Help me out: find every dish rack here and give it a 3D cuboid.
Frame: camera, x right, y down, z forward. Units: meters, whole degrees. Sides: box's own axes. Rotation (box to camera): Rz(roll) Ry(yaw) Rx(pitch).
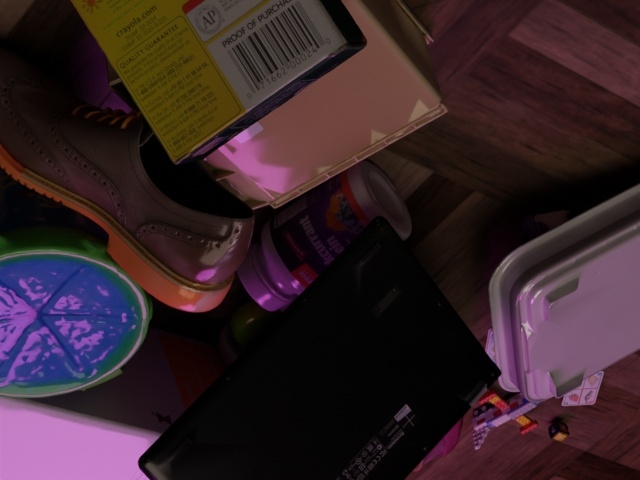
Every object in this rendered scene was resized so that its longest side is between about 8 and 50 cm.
[{"bbox_3d":[0.370,0.063,2.023,0.333,0.072,0.285,-27,141,-12],"label":"dish rack"}]

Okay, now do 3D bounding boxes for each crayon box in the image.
[{"bbox_3d":[-0.127,-0.257,1.503,0.202,0.318,0.081,-33,177,18],"label":"crayon box"}]

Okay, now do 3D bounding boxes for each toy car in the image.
[{"bbox_3d":[-0.027,0.137,2.018,0.182,0.136,0.159,25,126,-35],"label":"toy car"}]

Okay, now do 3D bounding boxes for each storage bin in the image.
[{"bbox_3d":[-0.046,-0.184,1.675,0.260,0.123,0.262,-29,137,17],"label":"storage bin"}]

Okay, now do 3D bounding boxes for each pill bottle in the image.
[{"bbox_3d":[0.000,0.000,1.897,0.193,0.108,0.108,-34,135,21],"label":"pill bottle"}]

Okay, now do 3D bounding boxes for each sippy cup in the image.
[{"bbox_3d":[-0.308,0.011,1.738,0.240,0.224,0.305,1,134,-15],"label":"sippy cup"}]

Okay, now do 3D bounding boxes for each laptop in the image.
[{"bbox_3d":[-0.003,0.226,1.924,0.382,0.236,0.408,-46,117,-15],"label":"laptop"}]

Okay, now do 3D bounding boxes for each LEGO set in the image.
[{"bbox_3d":[0.307,0.209,2.249,0.183,0.060,0.244,-2,138,-7],"label":"LEGO set"}]

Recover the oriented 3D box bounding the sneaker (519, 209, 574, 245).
[{"bbox_3d":[0.286,0.015,2.041,0.071,0.068,0.170,4,144,19],"label":"sneaker"}]

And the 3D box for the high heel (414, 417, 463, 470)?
[{"bbox_3d":[0.168,0.195,2.206,0.117,0.082,0.244,-33,135,-45],"label":"high heel"}]

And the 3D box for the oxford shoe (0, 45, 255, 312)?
[{"bbox_3d":[-0.208,-0.094,1.613,0.364,0.130,0.132,39,126,9],"label":"oxford shoe"}]

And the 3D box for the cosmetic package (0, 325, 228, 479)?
[{"bbox_3d":[-0.281,0.205,1.941,0.453,0.230,0.161,18,117,-32],"label":"cosmetic package"}]
